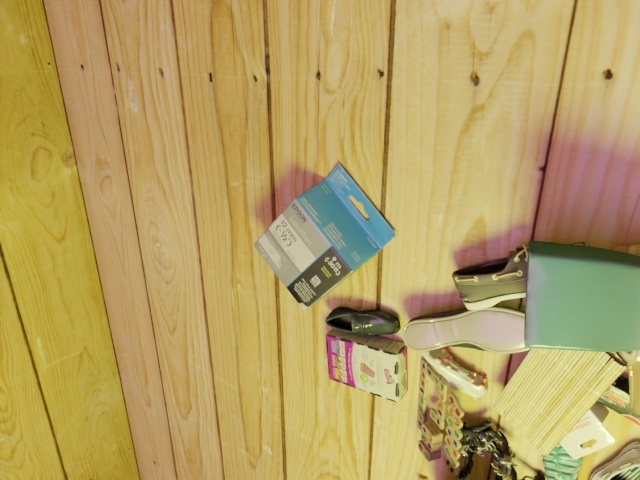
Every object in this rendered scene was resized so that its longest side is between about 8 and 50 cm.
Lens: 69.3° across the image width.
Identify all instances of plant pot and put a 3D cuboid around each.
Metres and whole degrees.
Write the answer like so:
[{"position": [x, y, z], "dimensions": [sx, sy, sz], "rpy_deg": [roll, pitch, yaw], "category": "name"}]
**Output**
[{"position": [0.482, 0.096, 0.798], "dimensions": [0.235, 0.166, 0.165], "rpy_deg": [3, 99, 24], "category": "plant pot"}]

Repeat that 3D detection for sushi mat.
[{"position": [0.491, 0.314, 0.984], "dimensions": [0.151, 0.019, 0.316], "rpy_deg": [42, 133, 34], "category": "sushi mat"}]

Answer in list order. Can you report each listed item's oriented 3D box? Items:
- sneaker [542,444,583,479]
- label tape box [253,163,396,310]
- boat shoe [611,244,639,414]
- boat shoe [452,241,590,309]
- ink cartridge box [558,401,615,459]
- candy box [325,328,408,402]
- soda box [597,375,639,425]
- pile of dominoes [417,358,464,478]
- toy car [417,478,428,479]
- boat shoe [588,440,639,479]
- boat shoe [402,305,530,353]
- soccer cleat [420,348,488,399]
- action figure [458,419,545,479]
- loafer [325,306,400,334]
[{"position": [0.571, 0.535, 1.096], "dimensions": [0.083, 0.098, 0.223], "rpy_deg": [6, 87, 31], "category": "sneaker"}, {"position": [0.000, 0.000, 1.268], "dimensions": [0.249, 0.115, 0.348], "rpy_deg": [52, 131, 7], "category": "label tape box"}, {"position": [0.610, 0.173, 0.893], "dimensions": [0.110, 0.122, 0.340], "rpy_deg": [5, 101, 40], "category": "boat shoe"}, {"position": [0.421, 0.064, 0.985], "dimensions": [0.305, 0.109, 0.091], "rpy_deg": [-29, 95, 44], "category": "boat shoe"}, {"position": [0.541, 0.364, 1.025], "dimensions": [0.198, 0.067, 0.115], "rpy_deg": [55, 131, 21], "category": "ink cartridge box"}, {"position": [0.133, 0.352, 1.340], "dimensions": [0.234, 0.071, 0.159], "rpy_deg": [10, 114, 34], "category": "candy box"}, {"position": [0.661, 0.342, 0.957], "dimensions": [0.169, 0.053, 0.060], "rpy_deg": [30, 123, 24], "category": "soda box"}, {"position": [0.298, 0.472, 1.217], "dimensions": [0.196, 0.040, 0.251], "rpy_deg": [-134, 39, -62], "category": "pile of dominoes"}, {"position": [0.329, 0.774, 1.382], "dimensions": [0.041, 0.060, 0.121], "rpy_deg": [-17, 107, 8], "category": "toy car"}, {"position": [0.657, 0.539, 1.026], "dimensions": [0.083, 0.076, 0.226], "rpy_deg": [25, 122, 27], "category": "boat shoe"}, {"position": [0.363, 0.209, 1.113], "dimensions": [0.335, 0.096, 0.112], "rpy_deg": [-11, 90, 34], "category": "boat shoe"}, {"position": [0.334, 0.338, 1.192], "dimensions": [0.196, 0.068, 0.076], "rpy_deg": [33, 128, 18], "category": "soccer cleat"}, {"position": [0.431, 0.564, 1.164], "dimensions": [0.276, 0.141, 0.164], "rpy_deg": [41, 129, 12], "category": "action figure"}, {"position": [0.116, 0.234, 1.299], "dimensions": [0.223, 0.078, 0.076], "rpy_deg": [2, 110, 36], "category": "loafer"}]
